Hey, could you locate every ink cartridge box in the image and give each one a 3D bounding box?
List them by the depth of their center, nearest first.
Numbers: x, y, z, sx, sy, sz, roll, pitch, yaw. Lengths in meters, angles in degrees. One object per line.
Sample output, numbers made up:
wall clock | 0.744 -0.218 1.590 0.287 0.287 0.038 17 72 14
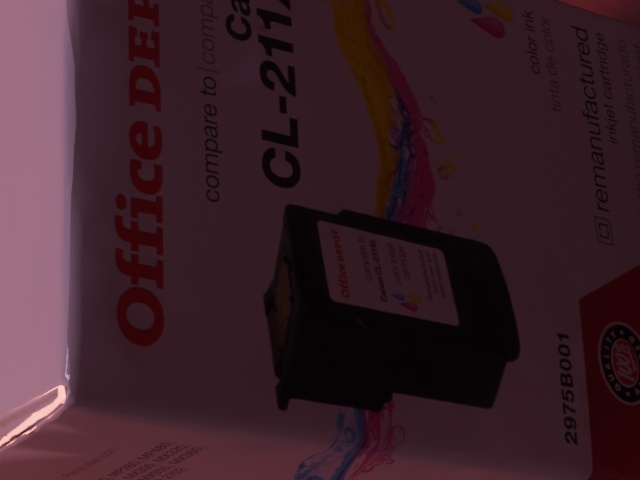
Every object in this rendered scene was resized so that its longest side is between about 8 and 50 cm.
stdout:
ink cartridge box | 0.000 0.000 0.454 0.072 0.175 0.127 -30 56 49
